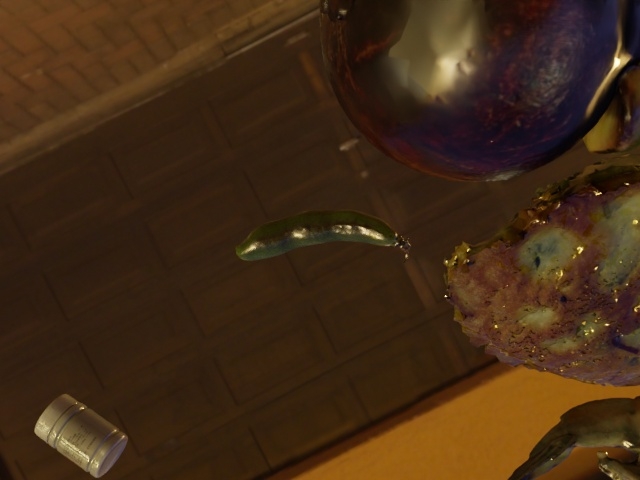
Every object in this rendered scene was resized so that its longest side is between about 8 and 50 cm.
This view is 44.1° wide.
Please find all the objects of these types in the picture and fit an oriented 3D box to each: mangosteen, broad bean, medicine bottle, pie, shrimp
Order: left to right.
[{"bbox_3d":[-0.277,0.226,0.915,0.058,0.091,0.058,-56,170,-15],"label":"medicine bottle"},{"bbox_3d":[0.001,-0.005,1.004,0.227,0.069,0.039,1,-173,10],"label":"broad bean"},{"bbox_3d":[0.151,-0.204,0.698,0.330,0.330,0.330,-27,-177,2],"label":"mangosteen"},{"bbox_3d":[0.303,0.046,0.845,0.288,0.354,0.103,-47,-152,34],"label":"pie"},{"bbox_3d":[0.198,0.190,0.526,0.150,0.051,0.217,29,-117,34],"label":"shrimp"}]
